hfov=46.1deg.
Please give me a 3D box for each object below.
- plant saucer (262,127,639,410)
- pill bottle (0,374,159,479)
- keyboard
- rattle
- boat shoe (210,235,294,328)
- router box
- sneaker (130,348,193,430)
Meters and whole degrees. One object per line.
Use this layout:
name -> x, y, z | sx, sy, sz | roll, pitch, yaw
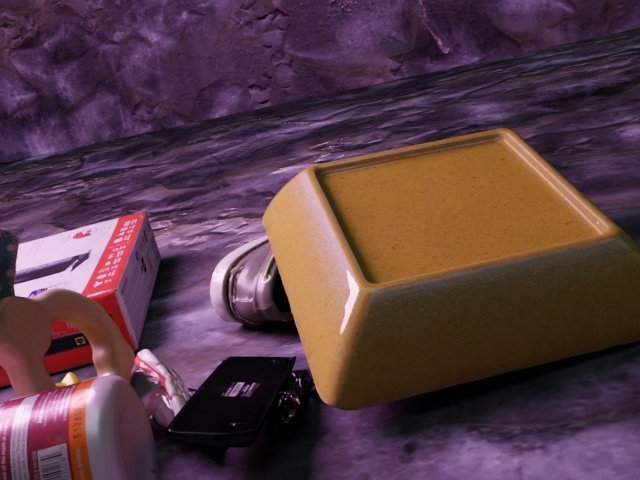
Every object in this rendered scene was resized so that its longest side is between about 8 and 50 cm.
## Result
plant saucer -> 0.124, -0.010, 0.735 | 0.332, 0.081, 0.333 | -12, 33, -8
pill bottle -> -0.239, 0.181, 0.545 | 0.221, 0.121, 0.121 | -14, 19, -1
keyboard -> -0.059, 0.144, 0.646 | 0.100, 0.038, 0.192 | 0, 10, 9
rattle -> -0.267, 0.091, 0.646 | 0.142, 0.199, 0.130 | -11, 49, 36
boat shoe -> 0.001, 0.004, 0.909 | 0.091, 0.109, 0.305 | 4, 32, 41
router box -> -0.380, 0.080, 0.998 | 0.301, 0.082, 0.335 | -15, 19, -3
sneaker -> -0.146, 0.156, 0.683 | 0.065, 0.061, 0.158 | -48, 27, -10
